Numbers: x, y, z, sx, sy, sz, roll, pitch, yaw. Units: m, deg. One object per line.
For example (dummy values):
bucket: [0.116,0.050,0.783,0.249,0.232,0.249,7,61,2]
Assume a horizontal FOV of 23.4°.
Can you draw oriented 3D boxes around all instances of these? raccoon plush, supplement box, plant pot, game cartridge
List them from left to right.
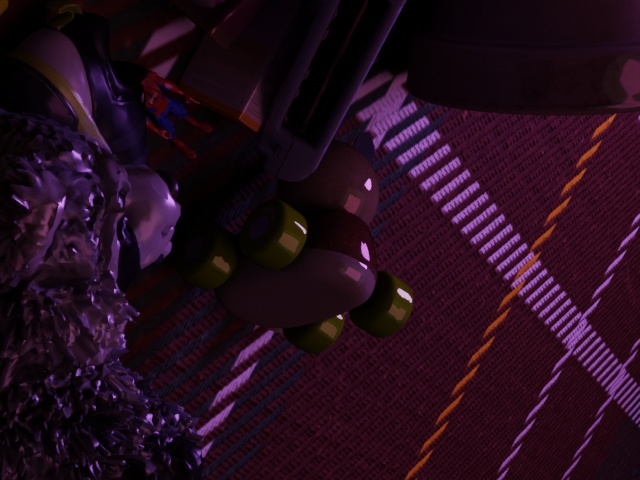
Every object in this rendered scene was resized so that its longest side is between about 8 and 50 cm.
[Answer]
raccoon plush: [-0.244,0.121,0.886,0.446,0.216,0.299,-49,144,-26]
supplement box: [-0.054,-0.138,1.137,0.098,0.062,0.036,-62,155,-2]
game cartridge: [0.042,-0.189,1.107,0.198,0.062,0.297,-59,180,-32]
plant pot: [0.204,-0.241,1.357,0.263,0.263,0.229,-24,117,-53]

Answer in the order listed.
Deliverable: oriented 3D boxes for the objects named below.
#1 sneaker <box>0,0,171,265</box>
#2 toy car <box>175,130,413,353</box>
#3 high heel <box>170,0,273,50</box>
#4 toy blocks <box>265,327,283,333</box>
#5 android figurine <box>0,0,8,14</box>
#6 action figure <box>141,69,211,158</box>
sneaker: [-0.135,-0.069,1.025,0.097,0.084,0.235,-55,154,-18]
toy car: [-0.008,-0.028,1.265,0.155,0.149,0.188,34,55,-36]
high heel: [-0.045,-0.229,0.924,0.181,0.127,0.377,-49,178,1]
toy blocks: [0.000,0.000,1.383,0.123,0.054,0.148,-21,132,-54]
android figurine: [-0.238,-0.172,0.768,0.273,0.056,0.248,-51,153,-27]
action figure: [-0.112,-0.094,1.113,0.038,0.030,0.115,-56,152,-4]
